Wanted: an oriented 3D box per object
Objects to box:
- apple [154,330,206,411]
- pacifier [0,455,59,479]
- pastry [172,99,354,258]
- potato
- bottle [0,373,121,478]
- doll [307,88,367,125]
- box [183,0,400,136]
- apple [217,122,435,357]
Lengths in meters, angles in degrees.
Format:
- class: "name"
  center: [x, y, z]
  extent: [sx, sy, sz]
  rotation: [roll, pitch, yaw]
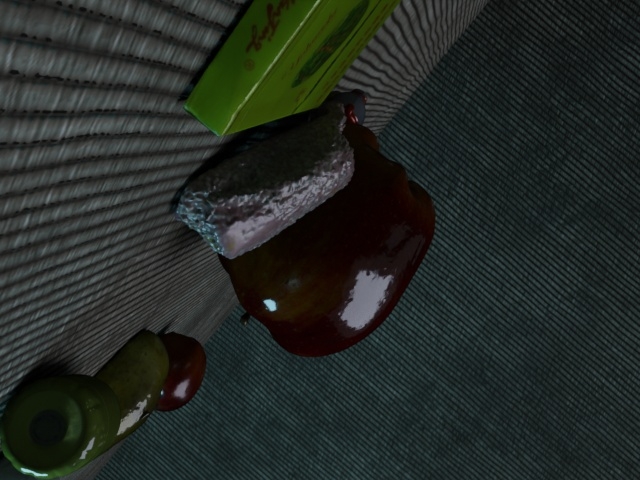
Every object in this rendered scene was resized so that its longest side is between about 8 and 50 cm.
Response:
- class: "apple"
  center: [-0.311, 0.272, 1.546]
  extent: [0.158, 0.147, 0.156]
  rotation: [-50, 158, -34]
- class: "pacifier"
  center: [-0.428, 0.422, 1.002]
  extent: [0.343, 0.269, 0.288]
  rotation: [-4, 172, 43]
- class: "pastry"
  center: [-0.044, -0.073, 0.866]
  extent: [0.265, 0.112, 0.103]
  rotation: [-42, 166, -30]
- class: "potato"
  center: [-0.350, 0.283, 1.268]
  extent: [0.272, 0.111, 0.160]
  rotation: [-50, 177, -30]
- class: "bottle"
  center: [-0.306, 0.222, 0.921]
  extent: [0.112, 0.112, 0.260]
  rotation: [-49, 178, -11]
- class: "doll"
  center: [0.017, -0.179, 1.183]
  extent: [0.142, 0.076, 0.245]
  rotation: [-50, -178, -10]
- class: "box"
  center: [-0.001, -0.196, 0.698]
  extent: [0.187, 0.047, 0.335]
  rotation: [-50, 179, 19]
- class: "apple"
  center: [0.000, 0.000, 1.051]
  extent: [0.317, 0.288, 0.288]
  rotation: [-46, 178, -3]
